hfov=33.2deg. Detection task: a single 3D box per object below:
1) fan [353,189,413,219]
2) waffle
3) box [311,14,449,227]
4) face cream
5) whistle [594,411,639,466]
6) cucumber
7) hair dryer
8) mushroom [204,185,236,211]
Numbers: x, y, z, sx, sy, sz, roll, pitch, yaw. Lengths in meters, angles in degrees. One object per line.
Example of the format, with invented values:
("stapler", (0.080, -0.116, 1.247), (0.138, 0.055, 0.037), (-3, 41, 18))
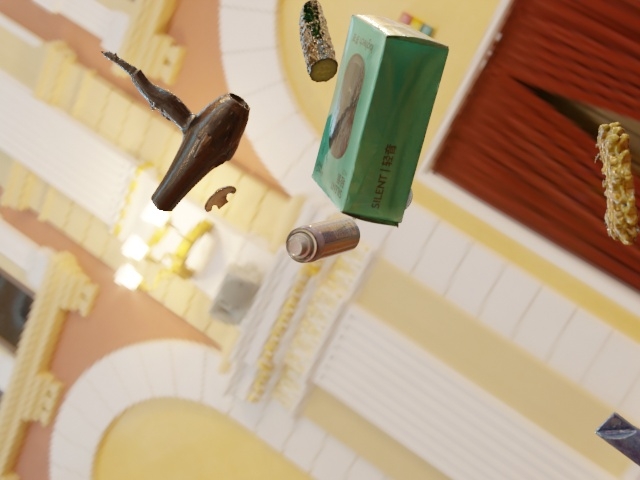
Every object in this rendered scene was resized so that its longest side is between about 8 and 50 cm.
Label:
("fan", (0.122, -0.076, 2.145), (0.133, 0.085, 0.005), (-28, -29, 0))
("waffle", (0.696, -0.128, 2.531), (0.260, 0.069, 0.293), (-63, -36, -77))
("box", (0.093, -0.205, 1.791), (0.205, 0.118, 0.312), (-121, 43, -65))
("face cream", (0.000, 0.000, 2.089), (0.229, 0.075, 0.075), (-12, -47, -63))
("whistle", (0.655, 0.429, 2.027), (0.062, 0.304, 0.062), (-54, 4, 5))
("cucumber", (-0.013, -0.423, 2.200), (0.294, 0.067, 0.068), (-101, 25, -50))
("hair dryer", (-0.352, -0.266, 2.318), (0.304, 0.359, 0.120), (-47, 3, 20))
("mushroom", (-0.266, -0.111, 2.827), (0.101, 0.019, 0.049), (-37, -58, -9))
